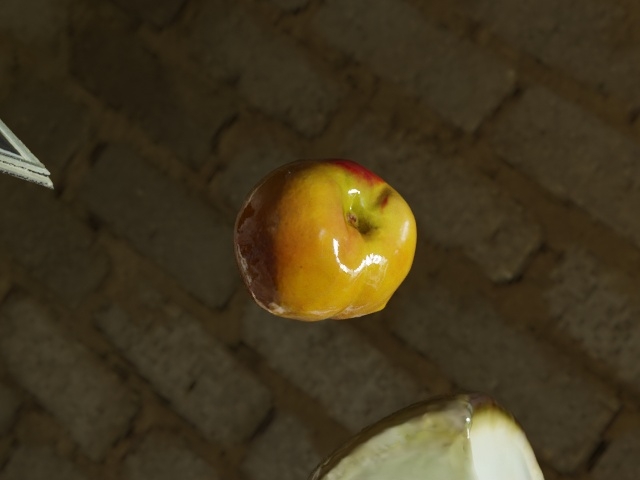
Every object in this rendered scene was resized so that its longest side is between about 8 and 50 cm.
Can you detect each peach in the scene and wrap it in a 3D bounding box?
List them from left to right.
[{"bbox_3d":[0.000,0.000,1.238,0.138,0.138,0.138,35,4,-3],"label":"peach"}]

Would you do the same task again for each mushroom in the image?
[{"bbox_3d":[0.078,0.264,1.087,0.292,0.212,0.217,67,9,8],"label":"mushroom"}]

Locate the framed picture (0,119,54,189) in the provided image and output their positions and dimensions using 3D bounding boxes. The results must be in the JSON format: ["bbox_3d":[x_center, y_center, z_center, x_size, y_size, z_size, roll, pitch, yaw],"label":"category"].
[{"bbox_3d":[-0.394,-0.149,1.499,0.231,0.018,0.293,44,11,27],"label":"framed picture"}]
